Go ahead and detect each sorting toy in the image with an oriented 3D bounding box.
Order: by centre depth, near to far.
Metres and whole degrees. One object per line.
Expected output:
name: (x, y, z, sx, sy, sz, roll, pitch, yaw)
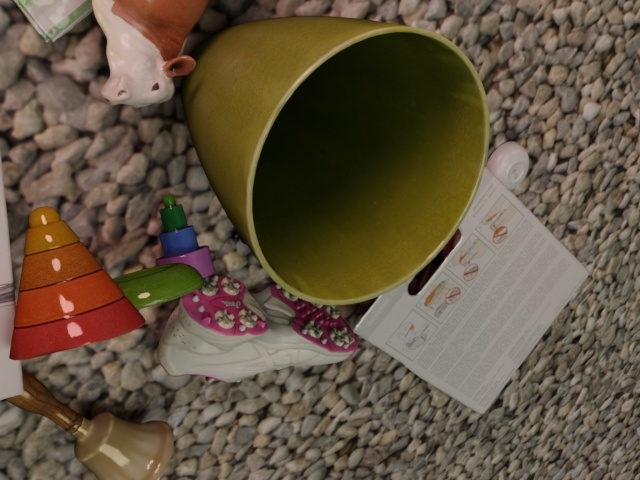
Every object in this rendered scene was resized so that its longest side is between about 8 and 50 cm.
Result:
sorting toy: (-0.203, 0.011, 0.870, 0.127, 0.365, 0.126, -13, 97, 14)

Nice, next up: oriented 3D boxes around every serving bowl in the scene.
serving bowl: (0.294, -0.110, 1.317, 0.083, 0.027, 0.083, -19, 126, -27)

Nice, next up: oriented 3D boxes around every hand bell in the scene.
hand bell: (-0.308, 0.219, 1.034, 0.126, 0.126, 0.242, -48, 121, -3)

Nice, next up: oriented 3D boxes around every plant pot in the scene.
plant pot: (-0.024, -0.121, 0.894, 0.274, 0.293, 0.275, -17, 124, -28)

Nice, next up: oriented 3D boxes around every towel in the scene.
towel: (-0.264, -0.282, 0.814, 0.113, 0.023, 0.152, -42, 130, -12)

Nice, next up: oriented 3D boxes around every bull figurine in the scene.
bull figurine: (-0.154, -0.281, 0.818, 0.188, 0.101, 0.310, 44, 71, -44)

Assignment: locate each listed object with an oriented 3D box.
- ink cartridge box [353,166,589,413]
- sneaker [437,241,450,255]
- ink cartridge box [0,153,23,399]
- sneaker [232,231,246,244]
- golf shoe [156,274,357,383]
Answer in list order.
ink cartridge box: (0.233, 0.079, 1.349, 0.385, 0.091, 0.308, 36, 92, -41)
sneaker: (0.158, -0.017, 1.265, 0.057, 0.047, 0.119, -21, 126, -11)
ink cartridge box: (-0.364, -0.002, 0.778, 0.114, 0.198, 0.273, -13, 123, -31)
sneaker: (0.000, 0.000, 1.074, 0.083, 0.223, 0.098, -56, 167, -59)
golf shoe: (-0.084, 0.131, 1.143, 0.306, 0.115, 0.140, 16, 125, -41)
